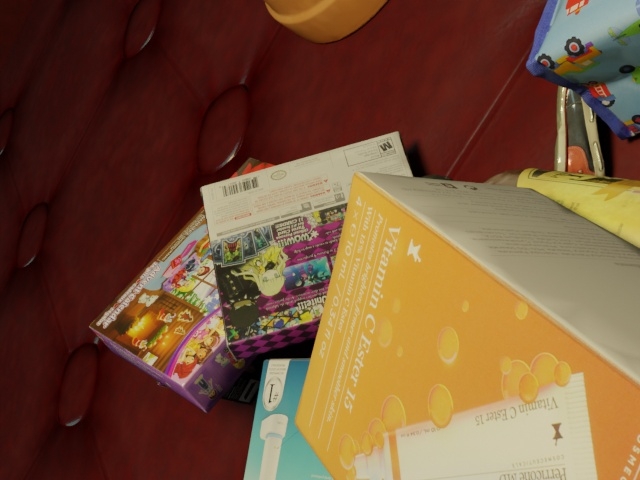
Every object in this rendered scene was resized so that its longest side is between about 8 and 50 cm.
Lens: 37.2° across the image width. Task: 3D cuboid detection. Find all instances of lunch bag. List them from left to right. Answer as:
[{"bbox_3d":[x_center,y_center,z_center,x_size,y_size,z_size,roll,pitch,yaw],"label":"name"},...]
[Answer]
[{"bbox_3d":[0.311,-0.265,0.783,0.221,0.138,0.293,-21,48,50],"label":"lunch bag"}]

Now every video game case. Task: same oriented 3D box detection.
[{"bbox_3d":[0.000,0.000,1.001,0.232,0.042,0.210,-16,54,2],"label":"video game case"}]

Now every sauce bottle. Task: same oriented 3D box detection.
[{"bbox_3d":[0.198,-0.005,0.798,0.344,0.111,0.111,16,86,53],"label":"sauce bottle"}]

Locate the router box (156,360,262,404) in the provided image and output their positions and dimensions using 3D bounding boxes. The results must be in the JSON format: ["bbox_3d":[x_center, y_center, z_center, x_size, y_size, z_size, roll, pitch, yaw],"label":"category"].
[{"bbox_3d":[-0.162,0.125,1.198,0.046,0.133,0.179,-59,36,16],"label":"router box"}]

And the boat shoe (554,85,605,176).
[{"bbox_3d":[0.237,-0.114,0.864,0.043,0.049,0.137,3,67,10],"label":"boat shoe"}]

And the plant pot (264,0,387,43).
[{"bbox_3d":[-0.027,-0.430,1.236,0.291,0.203,0.291,-29,52,44],"label":"plant pot"}]

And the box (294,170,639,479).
[{"bbox_3d":[0.142,0.116,0.601,0.345,0.168,0.215,43,124,56],"label":"box"}]

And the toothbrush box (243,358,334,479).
[{"bbox_3d":[0.030,0.264,0.877,0.216,0.126,0.296,-11,64,50],"label":"toothbrush box"}]

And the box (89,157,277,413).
[{"bbox_3d":[-0.104,0.038,1.097,0.201,0.057,0.293,20,62,45],"label":"box"}]
